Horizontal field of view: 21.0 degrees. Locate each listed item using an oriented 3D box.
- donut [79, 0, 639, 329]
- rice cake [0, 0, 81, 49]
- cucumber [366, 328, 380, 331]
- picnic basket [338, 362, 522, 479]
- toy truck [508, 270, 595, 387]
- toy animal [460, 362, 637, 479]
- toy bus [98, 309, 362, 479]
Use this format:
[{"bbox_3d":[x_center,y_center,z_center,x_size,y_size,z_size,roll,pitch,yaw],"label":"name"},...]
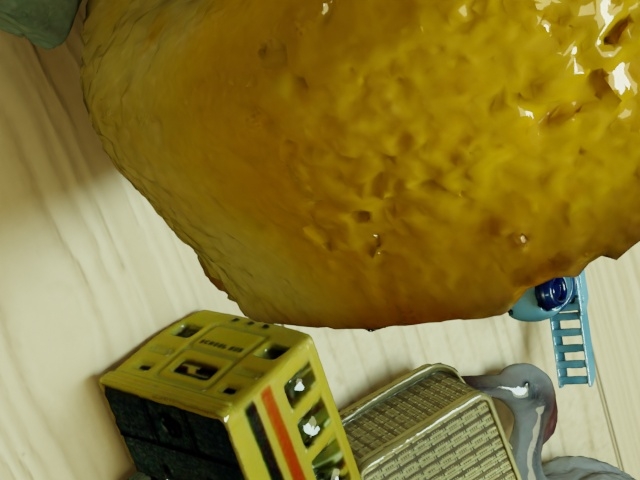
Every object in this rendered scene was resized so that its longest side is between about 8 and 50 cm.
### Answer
[{"bbox_3d":[0.028,-0.145,0.844,0.377,0.435,0.163,-38,120,22],"label":"donut"},{"bbox_3d":[-0.198,-0.162,0.854,0.206,0.063,0.069,27,83,-43],"label":"rice cake"},{"bbox_3d":[0.000,0.000,1.095,0.039,0.043,0.163,-40,130,-1],"label":"cucumber"},{"bbox_3d":[0.074,0.177,1.167,0.115,0.079,0.164,-30,113,-20],"label":"picnic basket"},{"bbox_3d":[0.158,0.042,1.221,0.074,0.063,0.136,-10,94,-51],"label":"toy truck"},{"bbox_3d":[0.193,0.208,1.299,0.195,0.090,0.324,-24,117,-23],"label":"toy animal"},{"bbox_3d":[-0.027,0.208,1.090,0.123,0.121,0.336,-44,129,-36],"label":"toy bus"}]
